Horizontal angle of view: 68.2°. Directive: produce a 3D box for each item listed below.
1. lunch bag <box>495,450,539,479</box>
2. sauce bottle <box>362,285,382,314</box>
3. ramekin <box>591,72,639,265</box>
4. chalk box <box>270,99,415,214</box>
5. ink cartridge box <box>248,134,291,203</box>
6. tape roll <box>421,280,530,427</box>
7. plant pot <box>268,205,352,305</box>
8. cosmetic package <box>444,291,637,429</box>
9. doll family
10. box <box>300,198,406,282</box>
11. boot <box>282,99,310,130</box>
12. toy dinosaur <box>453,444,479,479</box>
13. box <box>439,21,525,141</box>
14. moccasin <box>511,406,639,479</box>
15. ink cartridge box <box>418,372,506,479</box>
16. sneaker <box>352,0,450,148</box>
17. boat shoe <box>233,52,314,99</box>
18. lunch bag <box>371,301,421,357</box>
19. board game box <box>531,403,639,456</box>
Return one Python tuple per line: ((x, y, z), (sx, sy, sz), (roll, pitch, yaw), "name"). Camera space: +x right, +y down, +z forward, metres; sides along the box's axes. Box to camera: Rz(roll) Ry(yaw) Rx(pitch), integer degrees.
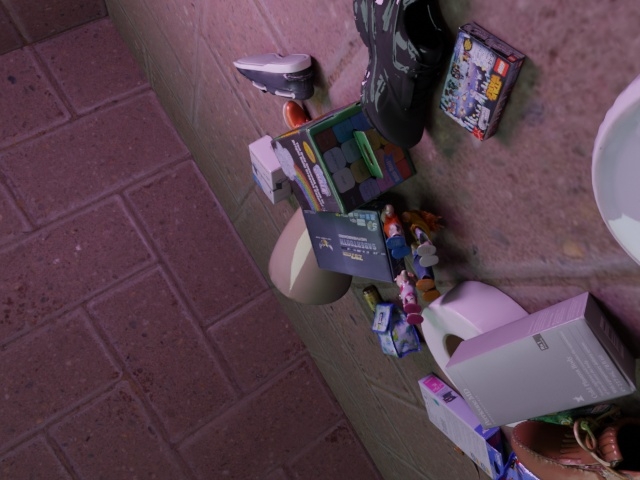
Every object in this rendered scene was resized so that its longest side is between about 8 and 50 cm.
((0.560, 0.674, 1.093), (0.293, 0.138, 0.220), (17, 137, 47), "lunch bag")
((0.174, 0.201, 1.458), (0.128, 0.042, 0.042), (60, 163, -11), "sauce bottle")
((0.356, -0.058, 0.377), (0.273, 0.127, 0.272), (51, 161, 25), "ramekin")
((0.052, -0.169, 0.948), (0.289, 0.179, 0.180), (14, 131, 65), "chalk box")
((-0.166, -0.236, 1.596), (0.139, 0.082, 0.190), (52, 163, 22), "ink cartridge box")
((0.335, 0.226, 0.955), (0.286, 0.100, 0.286), (50, 160, 25), "tape roll")
((0.000, 0.000, 1.324), (0.256, 0.257, 0.274), (50, 144, 27), "plant pot")
((0.330, 0.190, 0.730), (0.238, 0.107, 0.127), (-38, 84, 35), "cosmetic package")
((0.199, 0.031, 0.952), (0.163, 0.119, 0.262), (-89, -15, -59), "doll family")
((0.073, -0.007, 1.096), (0.233, 0.059, 0.183), (10, 126, 41), "box")
((-0.036, -0.286, 1.203), (0.085, 0.059, 0.157), (24, 150, 57), "boot")
((0.446, 0.638, 1.436), (0.211, 0.064, 0.112), (62, -177, 22), "toy dinosaur")
((0.218, -0.216, 0.657), (0.094, 0.027, 0.137), (49, 160, 27), "box")
((0.447, 0.314, 0.684), (0.380, 0.139, 0.146), (-14, 96, 63), "moccasin")
((0.409, 0.525, 1.317), (0.311, 0.065, 0.185), (37, 153, 56), "ink cartridge box")
((0.130, -0.259, 0.713), (0.130, 0.109, 0.286), (33, 152, 42), "sneaker")
((-0.118, -0.396, 1.142), (0.302, 0.114, 0.091), (36, 146, 52), "boat shoe")
((0.211, 0.254, 1.371), (0.129, 0.096, 0.151), (154, 99, -75), "lunch bag")
((0.498, 0.375, 0.877), (0.136, 0.030, 0.259), (52, 162, 14), "board game box")
